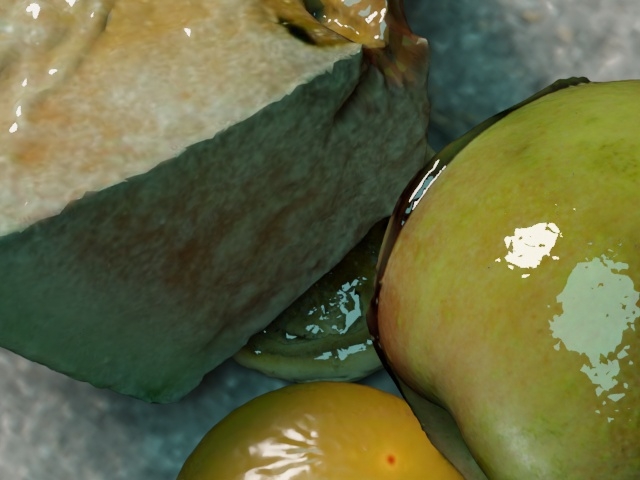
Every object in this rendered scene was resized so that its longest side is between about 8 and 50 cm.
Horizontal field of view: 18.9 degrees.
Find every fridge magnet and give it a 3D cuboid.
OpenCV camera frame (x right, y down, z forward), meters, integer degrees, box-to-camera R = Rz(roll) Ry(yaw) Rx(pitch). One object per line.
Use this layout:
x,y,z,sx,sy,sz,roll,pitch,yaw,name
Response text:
0.003,0.131,0.817,0.143,0.063,0.143,-2,76,7,fridge magnet

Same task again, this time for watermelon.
-0.087,-0.079,0.843,0.302,0.151,0.264,-20,61,-15,watermelon

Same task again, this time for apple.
0.129,0.034,0.762,0.188,0.174,0.207,-33,91,-12,apple

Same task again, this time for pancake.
0.000,0.000,0.872,0.139,0.022,0.139,-3,71,9,pancake
